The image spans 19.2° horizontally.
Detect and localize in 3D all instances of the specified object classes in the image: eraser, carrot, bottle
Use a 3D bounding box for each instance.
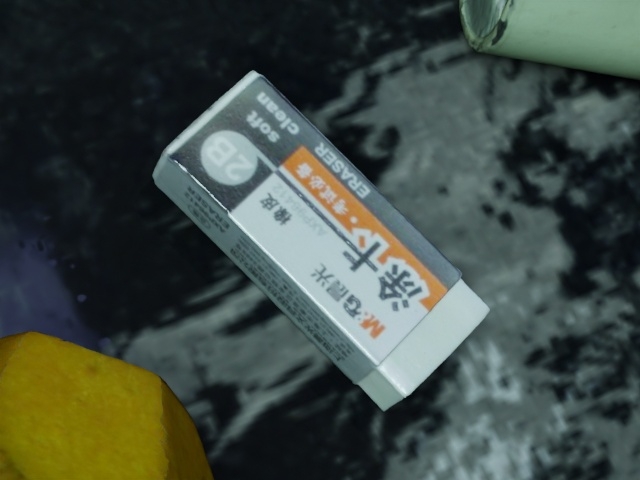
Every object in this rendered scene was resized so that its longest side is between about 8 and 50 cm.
[{"bbox_3d":[0.000,0.000,0.676,0.122,0.029,0.052,46,65,2],"label":"eraser"},{"bbox_3d":[-0.094,0.165,0.509,0.114,0.114,0.302,18,49,-11],"label":"carrot"},{"bbox_3d":[0.159,-0.092,0.737,0.201,0.072,0.072,9,69,-15],"label":"bottle"}]
